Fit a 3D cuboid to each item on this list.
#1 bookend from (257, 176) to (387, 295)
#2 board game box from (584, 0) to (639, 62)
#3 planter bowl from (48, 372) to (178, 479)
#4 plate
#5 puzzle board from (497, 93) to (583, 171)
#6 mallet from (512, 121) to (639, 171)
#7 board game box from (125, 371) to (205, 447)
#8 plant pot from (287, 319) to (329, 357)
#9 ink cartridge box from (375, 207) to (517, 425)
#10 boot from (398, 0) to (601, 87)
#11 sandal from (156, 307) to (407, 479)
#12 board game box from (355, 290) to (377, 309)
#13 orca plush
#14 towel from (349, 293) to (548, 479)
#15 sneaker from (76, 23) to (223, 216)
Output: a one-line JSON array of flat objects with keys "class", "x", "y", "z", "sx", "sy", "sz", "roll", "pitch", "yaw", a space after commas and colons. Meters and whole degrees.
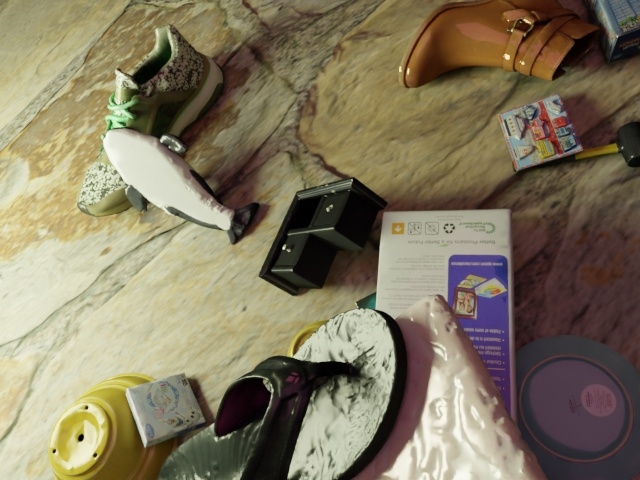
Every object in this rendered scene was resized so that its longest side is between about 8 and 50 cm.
[{"class": "bookend", "x": 0.000, "y": 0.000, "z": 0.785, "sx": 0.156, "sy": 0.072, "sz": 0.157, "roll": -4, "pitch": 58, "yaw": 57}, {"class": "board game box", "x": 0.518, "y": -0.405, "z": 0.856, "sx": 0.194, "sy": 0.060, "sz": 0.194, "roll": -20, "pitch": 61, "yaw": 4}, {"class": "planter bowl", "x": -0.329, "y": 0.297, "z": 0.782, "sx": 0.217, "sy": 0.090, "sz": 0.217, "roll": -7, "pitch": 62, "yaw": 14}, {"class": "plate", "x": 0.312, "y": 0.206, "z": 0.650, "sx": 0.188, "sy": 0.024, "sz": 0.188, "roll": -8, "pitch": 62, "yaw": 15}, {"class": "puzzle board", "x": 0.337, "y": -0.170, "z": 0.816, "sx": 0.096, "sy": 0.011, "sz": 0.128, "roll": -16, "pitch": 51, "yaw": 19}, {"class": "mallet", "x": 0.388, "y": -0.137, "z": 0.790, "sx": 0.189, "sy": 0.039, "sz": 0.063, "roll": -2, "pitch": 64, "yaw": 22}, {"class": "board game box", "x": -0.230, "y": 0.248, "z": 0.781, "sx": 0.090, "sy": 0.090, "sz": 0.020, "roll": 55, "pitch": 134, "yaw": 31}, {"class": "plant pot", "x": 0.006, "y": 0.165, "z": 0.731, "sx": 0.134, "sy": 0.095, "sz": 0.134, "roll": -8, "pitch": 62, "yaw": 15}, {"class": "ink cartridge box", "x": 0.158, "y": 0.136, "z": 0.682, "sx": 0.175, "sy": 0.069, "sz": 0.371, "roll": 0, "pitch": 66, "yaw": 17}, {"class": "boot", "x": 0.293, "y": -0.313, "z": 0.880, "sx": 0.283, "sy": 0.109, "sz": 0.220, "roll": -39, "pitch": 63, "yaw": -11}, {"class": "sandal", "x": -0.078, "y": 0.242, "z": 0.622, "sx": 0.446, "sy": 0.107, "sz": 0.168, "roll": -44, "pitch": 47, "yaw": 20}, {"class": "board game box", "x": 0.158, "y": 0.101, "z": 0.752, "sx": 0.186, "sy": 0.026, "sz": 0.126, "roll": -28, "pitch": 59, "yaw": 4}, {"class": "orca plush", "x": -0.241, "y": -0.113, "z": 0.946, "sx": 0.287, "sy": 0.102, "sz": 0.151, "roll": 21, "pitch": 110, "yaw": 3}, {"class": "towel", "x": 0.083, "y": 0.273, "z": 0.552, "sx": 0.317, "sy": 0.053, "sz": 0.332, "roll": -46, "pitch": 42, "yaw": 24}, {"class": "sneaker", "x": -0.358, "y": -0.240, "z": 1.002, "sx": 0.158, "sy": 0.182, "sz": 0.411, "roll": 21, "pitch": 74, "yaw": 26}]
